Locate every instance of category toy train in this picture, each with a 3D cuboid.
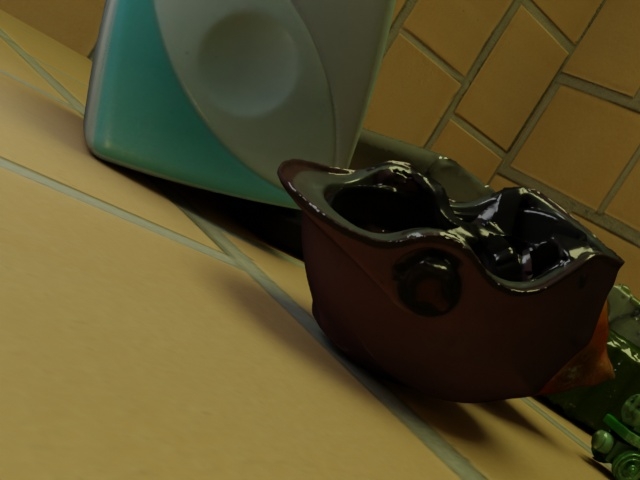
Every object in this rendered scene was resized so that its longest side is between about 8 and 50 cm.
[{"bbox_3d":[0.456,0.280,1.029,0.251,0.119,0.085,31,7,-18],"label":"toy train"}]

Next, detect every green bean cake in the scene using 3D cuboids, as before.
[{"bbox_3d":[0.424,0.201,1.347,0.247,0.156,0.250,34,6,11],"label":"green bean cake"}]

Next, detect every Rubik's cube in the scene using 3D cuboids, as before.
[{"bbox_3d":[-0.125,-0.268,1.129,0.351,0.352,0.347,15,17,-19],"label":"Rubik's cube"}]

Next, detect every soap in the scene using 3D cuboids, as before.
[{"bbox_3d":[0.158,-0.057,1.605,0.350,0.213,0.435,33,-1,-32],"label":"soap"}]

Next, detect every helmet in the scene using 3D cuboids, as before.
[{"bbox_3d":[0.111,0.044,0.804,0.338,0.197,0.271,7,20,-8],"label":"helmet"}]

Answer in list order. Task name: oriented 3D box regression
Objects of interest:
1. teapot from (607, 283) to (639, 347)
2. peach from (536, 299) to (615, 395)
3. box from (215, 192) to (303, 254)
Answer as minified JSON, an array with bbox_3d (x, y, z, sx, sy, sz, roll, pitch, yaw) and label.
[{"bbox_3d":[0.590,0.222,1.619,0.321,0.239,0.239,34,5,35],"label":"teapot"},{"bbox_3d":[0.247,0.096,1.015,0.256,0.232,0.232,42,7,8],"label":"peach"},{"bbox_3d":[-0.052,-0.047,1.318,0.289,0.073,0.290,24,12,-39],"label":"box"}]
